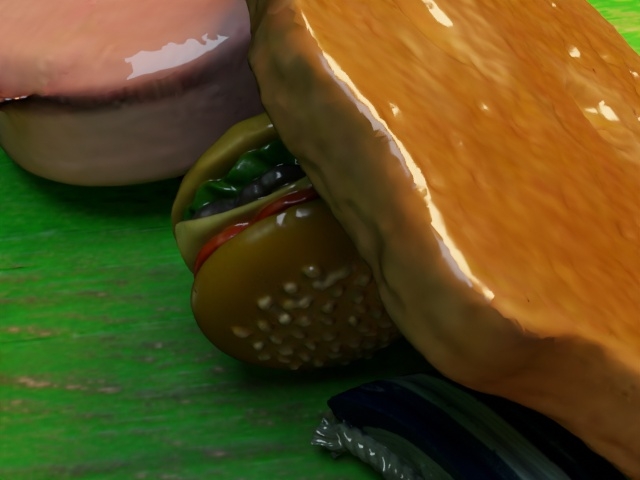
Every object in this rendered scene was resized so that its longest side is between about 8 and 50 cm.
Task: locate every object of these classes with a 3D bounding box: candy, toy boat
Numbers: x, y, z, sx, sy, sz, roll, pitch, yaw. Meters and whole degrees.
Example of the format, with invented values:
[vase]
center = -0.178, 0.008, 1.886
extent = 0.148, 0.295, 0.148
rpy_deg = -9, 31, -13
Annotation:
[candy]
center = -0.122, -0.136, 0.652
extent = 0.255, 0.094, 0.255
rpy_deg = -8, 43, 7
[toy boat]
center = 0.001, 0.173, 0.427
extent = 0.291, 0.067, 0.220
rpy_deg = -34, 38, -17

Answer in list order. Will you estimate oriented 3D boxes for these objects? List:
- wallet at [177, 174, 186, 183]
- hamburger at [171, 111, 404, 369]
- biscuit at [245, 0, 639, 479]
[wallet]
center = 0.013, -0.097, 0.684
extent = 0.255, 0.031, 0.137
rpy_deg = -23, 51, -19
[hamburger]
center = 0.000, 0.000, 0.528
extent = 0.162, 0.162, 0.115
rpy_deg = -11, 56, -8
[biscuit]
center = 0.115, -0.042, 0.504
extent = 0.365, 0.062, 0.385
rpy_deg = 24, 38, -30
